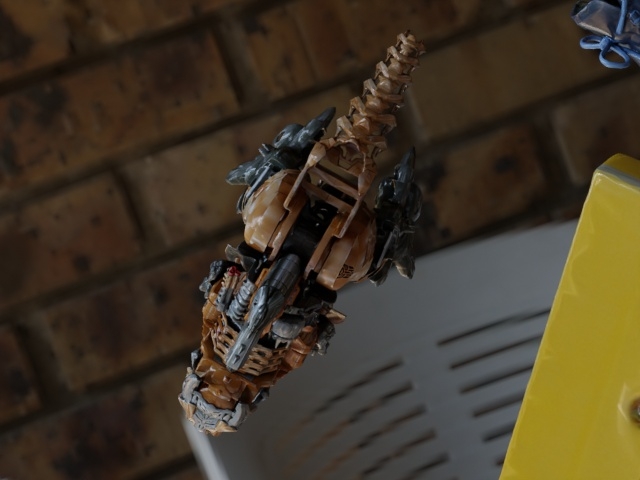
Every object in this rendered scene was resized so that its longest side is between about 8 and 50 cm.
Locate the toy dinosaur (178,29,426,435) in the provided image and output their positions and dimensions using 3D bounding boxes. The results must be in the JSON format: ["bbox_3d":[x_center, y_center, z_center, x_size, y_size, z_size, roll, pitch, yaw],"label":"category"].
[{"bbox_3d":[0.000,0.000,1.283,0.322,0.164,0.218,-39,5,20],"label":"toy dinosaur"}]

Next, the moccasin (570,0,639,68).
[{"bbox_3d":[0.314,-0.261,1.819,0.116,0.342,0.138,-28,3,-4],"label":"moccasin"}]

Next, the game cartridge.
[{"bbox_3d":[0.281,0.134,1.054,0.323,0.285,0.052,26,31,23],"label":"game cartridge"}]
